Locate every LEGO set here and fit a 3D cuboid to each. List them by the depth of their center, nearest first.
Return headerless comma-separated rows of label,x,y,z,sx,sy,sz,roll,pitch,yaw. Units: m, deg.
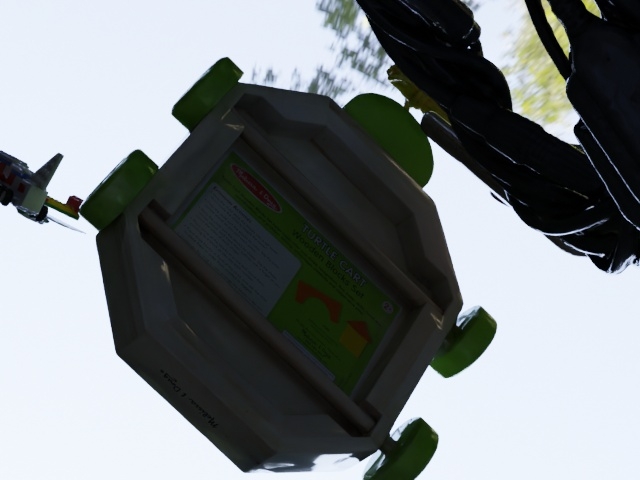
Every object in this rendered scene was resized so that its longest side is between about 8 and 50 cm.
LEGO set,-0.244,-0.059,1.165,0.244,0.182,0.060,27,-91,12

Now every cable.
cable,0.065,-0.067,0.527,0.047,0.150,0.184,-43,-75,-10

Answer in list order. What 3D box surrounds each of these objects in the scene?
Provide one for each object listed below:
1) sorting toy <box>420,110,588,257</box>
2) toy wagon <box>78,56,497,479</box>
sorting toy,0.212,-0.002,0.984,0.229,0.307,0.041,9,-71,-23
toy wagon,0.000,0.000,1.051,0.267,0.068,0.344,44,-137,-9
